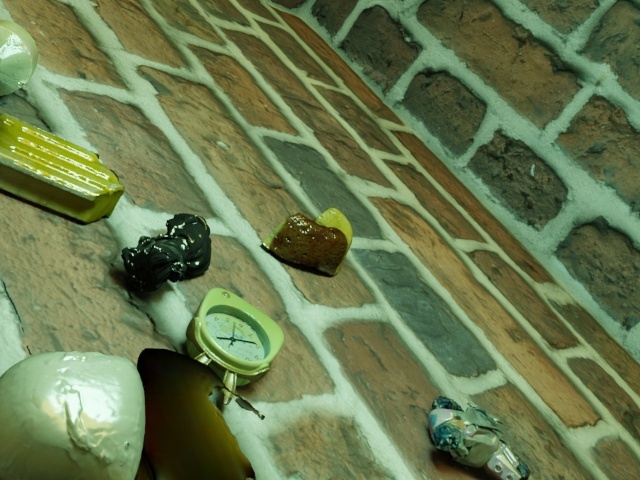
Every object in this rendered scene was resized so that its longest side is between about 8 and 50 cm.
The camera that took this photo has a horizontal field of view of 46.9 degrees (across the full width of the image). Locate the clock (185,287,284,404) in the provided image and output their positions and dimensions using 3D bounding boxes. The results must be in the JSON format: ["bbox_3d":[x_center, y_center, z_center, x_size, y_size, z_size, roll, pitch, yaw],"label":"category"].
[{"bbox_3d":[-0.164,0.188,1.302,0.170,0.069,0.232,36,25,-5],"label":"clock"}]

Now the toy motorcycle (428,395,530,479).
[{"bbox_3d":[0.298,0.412,1.489,0.239,0.108,0.204,22,10,31],"label":"toy motorcycle"}]

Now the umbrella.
[{"bbox_3d":[-0.276,0.021,1.413,0.122,0.110,0.272,37,20,1],"label":"umbrella"}]

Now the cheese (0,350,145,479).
[{"bbox_3d":[-0.322,0.226,0.918,0.189,0.154,0.198,25,31,-31],"label":"cheese"}]

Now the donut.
[{"bbox_3d":[0.000,0.000,1.801,0.151,0.112,0.295,43,26,18],"label":"donut"}]

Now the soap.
[{"bbox_3d":[-0.501,-0.129,1.392,0.257,0.080,0.160,25,28,-25],"label":"soap"}]

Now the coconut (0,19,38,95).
[{"bbox_3d":[-0.670,-0.382,1.539,0.147,0.147,0.153,27,20,-22],"label":"coconut"}]

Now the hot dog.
[{"bbox_3d":[-0.181,0.300,1.030,0.194,0.107,0.326,16,23,-18],"label":"hot dog"}]
